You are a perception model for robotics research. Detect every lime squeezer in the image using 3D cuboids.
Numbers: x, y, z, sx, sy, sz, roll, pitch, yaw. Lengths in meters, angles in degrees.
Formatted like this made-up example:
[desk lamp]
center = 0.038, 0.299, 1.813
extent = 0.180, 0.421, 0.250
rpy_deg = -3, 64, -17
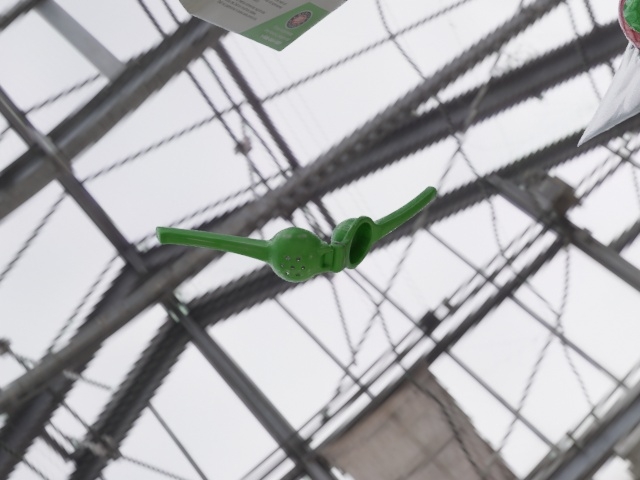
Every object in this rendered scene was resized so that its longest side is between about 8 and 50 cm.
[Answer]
[lime squeezer]
center = 0.000, 0.000, 1.333
extent = 0.310, 0.110, 0.059
rpy_deg = -10, -74, -21

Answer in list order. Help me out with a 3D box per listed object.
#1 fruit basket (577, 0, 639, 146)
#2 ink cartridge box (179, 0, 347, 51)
[fruit basket]
center = 0.403, -0.262, 1.361
extent = 0.327, 0.165, 0.353
rpy_deg = -62, 0, -12
[ink cartridge box]
center = 0.010, -0.306, 1.131
extent = 0.289, 0.122, 0.211
rpy_deg = -35, -13, 15
